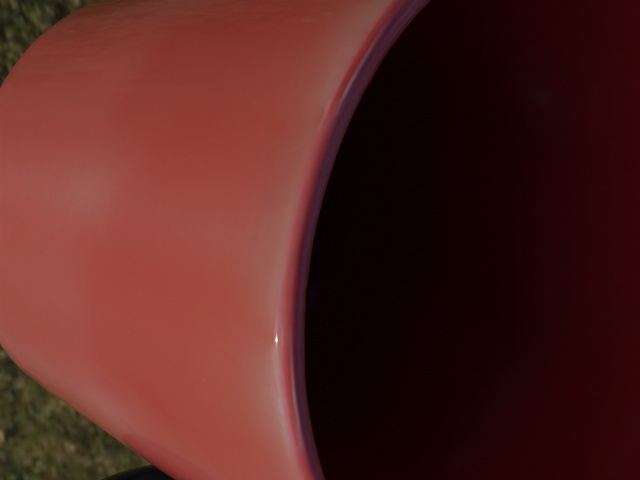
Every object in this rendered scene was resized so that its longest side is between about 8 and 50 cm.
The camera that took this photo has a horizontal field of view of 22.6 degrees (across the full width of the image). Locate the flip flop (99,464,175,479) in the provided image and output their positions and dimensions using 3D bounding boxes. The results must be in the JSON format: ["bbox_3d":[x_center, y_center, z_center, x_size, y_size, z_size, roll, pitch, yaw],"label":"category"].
[{"bbox_3d":[-0.069,0.157,0.880,0.080,0.112,0.277,-24,-175,41],"label":"flip flop"}]

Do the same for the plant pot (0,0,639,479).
[{"bbox_3d":[0.000,0.000,0.662,0.275,0.243,0.274,-11,105,-45],"label":"plant pot"}]
